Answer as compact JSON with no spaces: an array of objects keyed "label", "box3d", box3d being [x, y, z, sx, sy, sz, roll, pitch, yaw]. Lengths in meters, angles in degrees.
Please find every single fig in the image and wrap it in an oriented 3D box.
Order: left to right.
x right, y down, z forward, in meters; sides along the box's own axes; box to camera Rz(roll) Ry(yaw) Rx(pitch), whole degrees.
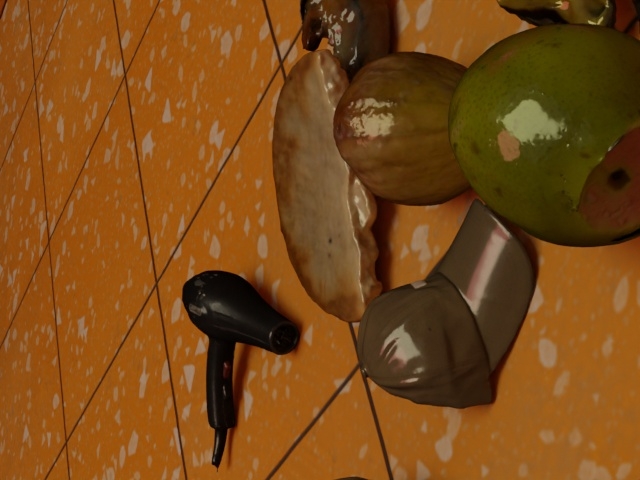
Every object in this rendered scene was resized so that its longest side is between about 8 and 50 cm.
[{"label":"fig","box3d":[0.130,-0.108,1.197,0.257,0.159,0.159,8,90,46]}]

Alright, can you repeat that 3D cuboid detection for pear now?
[{"label":"pear","box3d":[0.192,-0.092,0.989,0.219,0.187,0.187,48,125,48]}]

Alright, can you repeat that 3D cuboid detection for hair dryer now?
[{"label":"hair dryer","box3d":[-0.110,0.184,1.647,0.235,0.091,0.271,23,115,52]}]

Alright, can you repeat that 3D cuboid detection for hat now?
[{"label":"hat","box3d":[0.107,0.053,1.190,0.166,0.144,0.173,-129,30,-53]}]

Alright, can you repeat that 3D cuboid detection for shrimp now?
[{"label":"shrimp","box3d":[0.037,-0.200,1.452,0.117,0.066,0.262,-15,69,40]}]

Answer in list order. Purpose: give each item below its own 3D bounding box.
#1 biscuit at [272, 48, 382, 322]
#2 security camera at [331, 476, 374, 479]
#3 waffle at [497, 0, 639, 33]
[{"label":"biscuit","box3d":[0.002,-0.056,1.443,0.204,0.040,0.309,-16,84,64]},{"label":"security camera","box3d":[0.027,0.359,1.176,0.197,0.191,0.277,62,-169,-49]},{"label":"waffle","box3d":[0.164,-0.353,0.982,0.095,0.380,0.382,-51,-16,-42]}]
